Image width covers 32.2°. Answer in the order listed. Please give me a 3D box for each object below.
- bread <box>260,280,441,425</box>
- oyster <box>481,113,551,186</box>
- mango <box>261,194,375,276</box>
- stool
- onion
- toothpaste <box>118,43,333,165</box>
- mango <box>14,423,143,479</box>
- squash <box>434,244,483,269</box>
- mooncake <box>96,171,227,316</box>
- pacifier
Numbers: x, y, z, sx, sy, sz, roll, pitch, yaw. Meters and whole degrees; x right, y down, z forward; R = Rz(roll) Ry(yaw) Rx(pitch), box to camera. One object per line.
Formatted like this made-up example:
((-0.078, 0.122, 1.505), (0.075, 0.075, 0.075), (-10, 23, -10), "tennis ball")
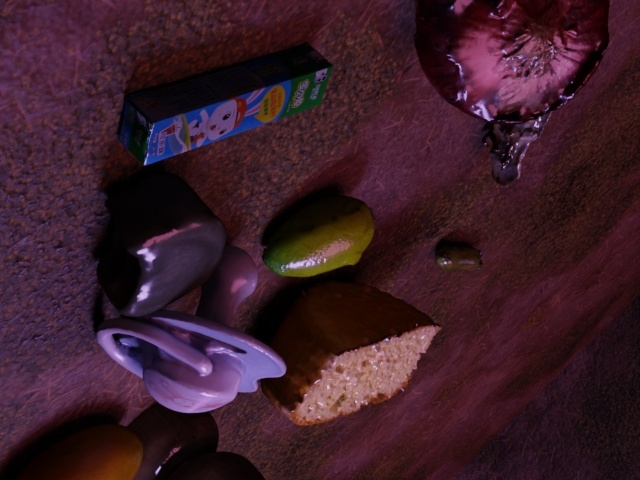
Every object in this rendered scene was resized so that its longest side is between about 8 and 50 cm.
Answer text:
((0.023, 0.168, 1.807), (0.340, 0.179, 0.194), (-9, 136, -49), "bread")
((0.355, -0.267, 1.750), (0.204, 0.111, 0.396), (-48, 162, -39), "oyster")
((0.001, 0.001, 1.599), (0.178, 0.100, 0.119), (-24, 152, -23), "mango")
((-0.184, 0.394, 1.734), (0.179, 0.264, 0.179), (-36, 154, -20), "stool")
((0.233, -0.295, 1.429), (0.272, 0.195, 0.271), (-8, 116, -16), "onion")
((-0.102, -0.157, 1.244), (0.267, 0.050, 0.065), (-24, 146, -39), "toothpaste")
((-0.345, 0.340, 1.581), (0.221, 0.120, 0.151), (-39, 160, -28), "mango")
((0.265, 0.032, 2.118), (0.052, 0.052, 0.183), (-53, 156, 19), "squash")
((-0.197, 0.006, 1.294), (0.175, 0.104, 0.168), (-51, 158, 20), "mooncake")
((-0.158, 0.106, 1.465), (0.287, 0.239, 0.225), (131, -19, -63), "pacifier")
